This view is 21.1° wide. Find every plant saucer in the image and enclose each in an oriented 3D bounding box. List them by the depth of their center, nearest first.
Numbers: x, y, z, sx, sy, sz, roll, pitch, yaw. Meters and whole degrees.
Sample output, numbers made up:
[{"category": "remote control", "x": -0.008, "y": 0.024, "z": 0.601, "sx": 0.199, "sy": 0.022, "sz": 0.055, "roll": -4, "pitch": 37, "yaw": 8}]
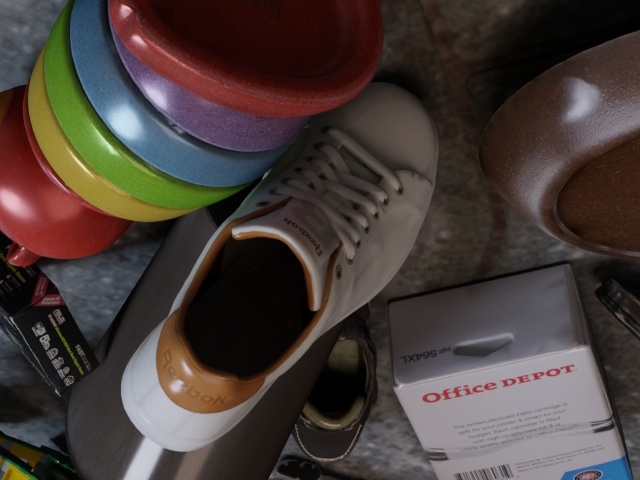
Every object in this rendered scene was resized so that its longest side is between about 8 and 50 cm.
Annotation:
[{"category": "plant saucer", "x": 0.258, "y": -0.053, "z": 1.092, "sx": 0.311, "sy": 0.050, "sz": 0.310, "roll": -3, "pitch": 156, "yaw": -1}]

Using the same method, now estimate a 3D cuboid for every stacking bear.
[{"category": "stacking bear", "x": -0.111, "y": -0.083, "z": 1.027, "sx": 0.164, "sy": 0.175, "sz": 0.289, "roll": 30, "pitch": 139, "yaw": -24}]

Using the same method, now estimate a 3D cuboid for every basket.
[{"category": "basket", "x": -0.067, "y": 0.068, "z": 1.188, "sx": 0.154, "sy": 0.204, "sz": 0.227, "roll": 16, "pitch": 127, "yaw": -20}]

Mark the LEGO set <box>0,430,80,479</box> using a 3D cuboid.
[{"category": "LEGO set", "x": -0.212, "y": 0.276, "z": 1.279, "sx": 0.331, "sy": 0.192, "sz": 0.255, "roll": 26, "pitch": 176, "yaw": 32}]

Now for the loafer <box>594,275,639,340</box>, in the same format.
[{"category": "loafer", "x": 0.279, "y": 0.057, "z": 1.295, "sx": 0.170, "sy": 0.062, "sz": 0.061, "roll": 23, "pitch": 111, "yaw": -33}]

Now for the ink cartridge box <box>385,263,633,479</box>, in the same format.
[{"category": "ink cartridge box", "x": 0.149, "y": 0.121, "z": 1.329, "sx": 0.148, "sy": 0.086, "sz": 0.203, "roll": -13, "pitch": 138, "yaw": 11}]

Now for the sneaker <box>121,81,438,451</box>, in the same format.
[{"category": "sneaker", "x": 0.000, "y": 0.000, "z": 1.026, "sx": 0.106, "sy": 0.290, "sz": 0.123, "roll": 37, "pitch": 150, "yaw": -2}]

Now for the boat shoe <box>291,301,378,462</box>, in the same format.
[{"category": "boat shoe", "x": 0.004, "y": 0.113, "z": 1.318, "sx": 0.080, "sy": 0.073, "sz": 0.223, "roll": 0, "pitch": 139, "yaw": -4}]

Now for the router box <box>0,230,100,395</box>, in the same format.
[{"category": "router box", "x": -0.210, "y": 0.037, "z": 1.180, "sx": 0.038, "sy": 0.122, "sz": 0.092, "roll": -36, "pitch": 141, "yaw": -15}]

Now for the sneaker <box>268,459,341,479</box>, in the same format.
[{"category": "sneaker", "x": 0.006, "y": 0.240, "z": 1.493, "sx": 0.170, "sy": 0.068, "sz": 0.071, "roll": 31, "pitch": 145, "yaw": -23}]
